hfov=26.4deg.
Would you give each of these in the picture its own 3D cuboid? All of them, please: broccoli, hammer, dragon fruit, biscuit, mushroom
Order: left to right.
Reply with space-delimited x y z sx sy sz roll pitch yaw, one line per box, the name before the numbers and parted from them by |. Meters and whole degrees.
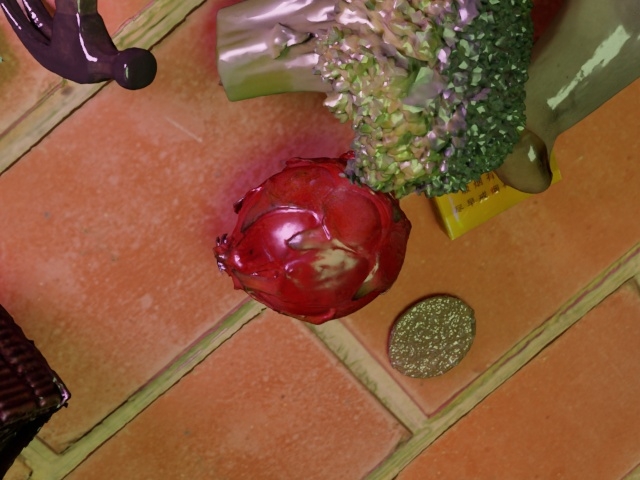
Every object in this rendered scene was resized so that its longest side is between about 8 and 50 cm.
hammer | -0.206 -0.349 1.138 0.044 0.168 0.439 -22 121 -47
dragon fruit | 0.000 0.000 1.410 0.210 0.172 0.172 -29 126 -12
broccoli | 0.052 -0.206 1.245 0.302 0.249 0.375 -18 108 -7
biscuit | 0.134 0.116 1.633 0.120 0.015 0.120 -11 122 -18
mushroom | 0.270 -0.202 1.425 0.159 0.122 0.328 39 82 -5

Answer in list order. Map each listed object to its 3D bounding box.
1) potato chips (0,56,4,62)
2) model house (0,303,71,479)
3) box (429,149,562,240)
potato chips | -0.359 -0.158 1.237 0.142 0.026 0.209 -6 119 -18
model house | -0.425 0.131 1.290 0.282 0.297 0.317 -42 90 -8
box | 0.162 -0.140 1.478 0.152 0.043 0.269 -29 126 -9
